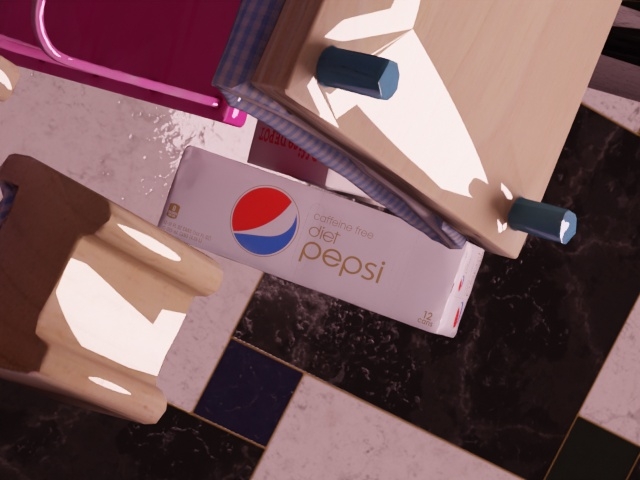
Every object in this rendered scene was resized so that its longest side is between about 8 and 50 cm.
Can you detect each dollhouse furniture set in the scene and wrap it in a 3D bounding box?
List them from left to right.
[{"bbox_3d":[-0.047,-0.090,0.449,0.198,0.286,0.303,18,173,37],"label":"dollhouse furniture set"}]

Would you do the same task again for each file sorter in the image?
[{"bbox_3d":[-0.181,-0.216,1.123,0.182,0.202,0.291,13,-176,-45],"label":"file sorter"}]

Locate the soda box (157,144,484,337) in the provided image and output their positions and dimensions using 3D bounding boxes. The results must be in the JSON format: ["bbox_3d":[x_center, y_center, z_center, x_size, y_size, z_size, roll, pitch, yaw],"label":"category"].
[{"bbox_3d":[0.000,0.000,1.184,0.216,0.069,0.074,19,180,15],"label":"soda box"}]

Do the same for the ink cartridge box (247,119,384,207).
[{"bbox_3d":[0.072,-0.140,1.248,0.168,0.232,0.171,13,-176,-23],"label":"ink cartridge box"}]
